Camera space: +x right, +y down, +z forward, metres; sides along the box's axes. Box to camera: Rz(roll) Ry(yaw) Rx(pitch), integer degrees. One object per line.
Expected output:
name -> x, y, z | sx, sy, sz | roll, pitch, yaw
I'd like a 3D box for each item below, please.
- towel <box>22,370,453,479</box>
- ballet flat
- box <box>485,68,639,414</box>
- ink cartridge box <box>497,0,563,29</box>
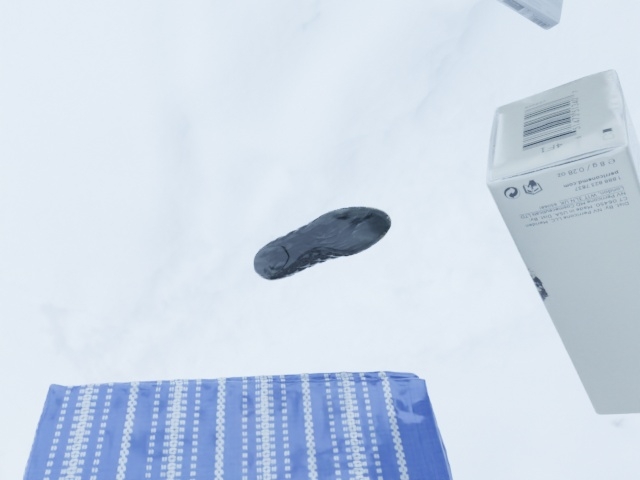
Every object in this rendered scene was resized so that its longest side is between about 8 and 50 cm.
towel -> -0.052, 0.209, 0.466 | 0.336, 0.243, 0.040 | 1, 132, -9
ballet flat -> 0.000, 0.000, 0.727 | 0.173, 0.049, 0.057 | -20, 91, 8
box -> 0.227, 0.015, 0.494 | 0.094, 0.113, 0.275 | -15, 123, 31
ink cartridge box -> 0.434, -0.541, 1.256 | 0.145, 0.179, 0.045 | 19, 165, -25
